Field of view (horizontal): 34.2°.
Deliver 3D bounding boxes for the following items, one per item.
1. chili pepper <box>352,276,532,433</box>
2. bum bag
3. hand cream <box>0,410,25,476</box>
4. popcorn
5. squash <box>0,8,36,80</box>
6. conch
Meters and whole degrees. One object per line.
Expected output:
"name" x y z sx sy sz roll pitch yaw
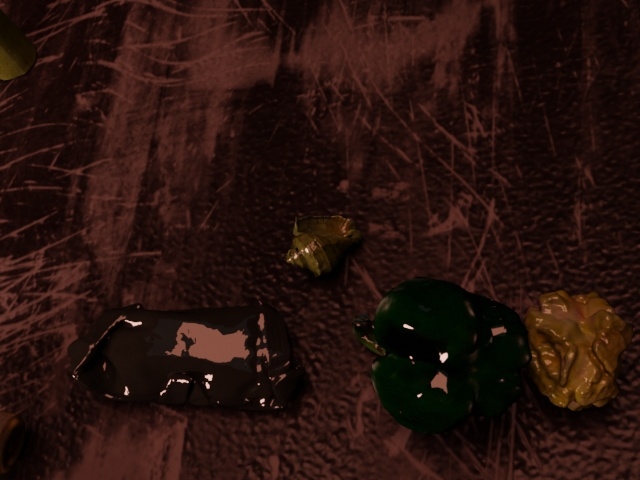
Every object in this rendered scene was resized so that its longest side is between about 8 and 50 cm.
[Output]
"chili pepper" 0.134 0.126 1.237 0.165 0.261 0.174 -8 95 -20
"bum bag" -0.175 0.145 1.358 0.326 0.079 0.142 2 69 12
"hand cream" -0.492 0.246 1.356 0.203 0.084 0.084 12 65 8
"popcorn" 0.298 0.127 1.215 0.126 0.125 0.145 -14 34 -2
"squash" -0.540 -0.343 1.658 0.095 0.188 0.095 -7 61 13
"conch" 0.000 0.000 1.390 0.121 0.074 0.089 -27 79 -27
